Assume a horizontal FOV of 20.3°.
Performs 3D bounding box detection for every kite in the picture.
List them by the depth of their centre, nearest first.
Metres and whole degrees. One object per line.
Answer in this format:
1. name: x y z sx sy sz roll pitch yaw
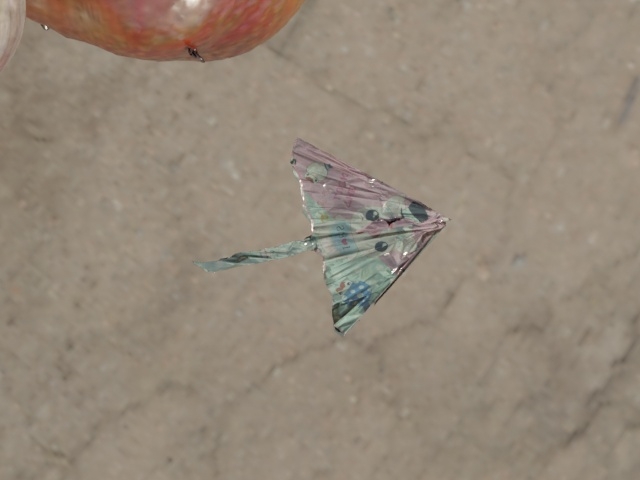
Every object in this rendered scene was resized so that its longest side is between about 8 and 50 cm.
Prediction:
1. kite: 0.000 0.000 1.053 0.156 0.011 0.139 -12 118 7

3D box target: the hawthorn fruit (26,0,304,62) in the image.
1. hawthorn fruit: -0.124 -0.306 1.285 0.284 0.284 0.369 -12 121 -40

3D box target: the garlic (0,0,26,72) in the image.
1. garlic: -0.212 -0.095 0.814 0.159 0.147 0.102 -18 104 -44
